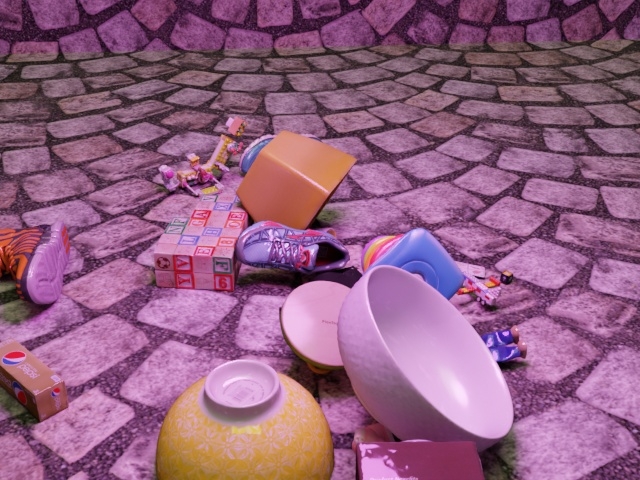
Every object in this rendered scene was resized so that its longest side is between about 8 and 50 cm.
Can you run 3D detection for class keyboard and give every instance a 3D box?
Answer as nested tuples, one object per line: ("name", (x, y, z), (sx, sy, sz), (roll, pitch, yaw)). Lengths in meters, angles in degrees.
("keyboard", (0.121, 0.140, 1.620), (0.201, 0.033, 0.317), (-14, 33, -22))

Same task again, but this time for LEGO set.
("LEGO set", (-0.285, -0.205, 2.121), (0.287, 0.132, 0.107), (-37, 48, -16))
("LEGO set", (0.299, 0.068, 1.705), (0.244, 0.060, 0.182), (12, 27, 6))

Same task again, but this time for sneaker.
("sneaker", (0.090, 0.340, 1.242), (0.070, 0.051, 0.134), (-6, 25, -12))
("sneaker", (-0.098, -0.238, 2.221), (0.275, 0.107, 0.110), (-15, 42, -26))
("sneaker", (-0.054, 0.018, 1.693), (0.262, 0.104, 0.125), (0, 11, -25))
("sneaker", (-0.650, 0.058, 1.681), (0.180, 0.125, 0.321), (-7, 19, -6))

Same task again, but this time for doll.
("doll", (0.286, 0.205, 1.489), (0.189, 0.046, 0.129), (-9, 40, -5))

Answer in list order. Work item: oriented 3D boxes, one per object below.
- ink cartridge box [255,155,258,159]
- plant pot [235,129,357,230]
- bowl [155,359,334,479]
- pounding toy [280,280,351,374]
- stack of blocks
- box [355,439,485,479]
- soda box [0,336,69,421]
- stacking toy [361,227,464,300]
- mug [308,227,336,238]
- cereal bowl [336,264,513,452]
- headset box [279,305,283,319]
("ink cartridge box", (-0.094, -0.161, 2.095), (0.139, 0.082, 0.191), (-5, 31, -8))
("plant pot", (-0.069, -0.133, 1.845), (0.187, 0.212, 0.212), (37, 34, 0))
("bowl", (-0.121, 0.282, 1.233), (0.289, 0.156, 0.289), (0, 30, 0))
("pounding toy", (0.028, 0.192, 1.457), (0.237, 0.110, 0.183), (31, 49, 7))
("stack of blocks", (-0.260, -0.004, 1.807), (0.171, 0.087, 0.297), (3, 29, 4))
("box", (0.132, 0.393, 1.028), (0.168, 0.167, 0.203), (0, 29, -1))
("soda box", (-0.522, 0.242, 1.389), (0.181, 0.061, 0.058), (25, 38, 36))
("stacking toy", (0.146, 0.049, 1.615), (0.175, 0.166, 0.302), (-43, 17, -1))
("mug", (-0.002, 0.002, 1.849), (0.064, 0.078, 0.062), (8, 62, 31))
("cereal bowl", (0.151, 0.212, 1.291), (0.339, 0.141, 0.339), (35, 28, -21))
("headset box", (-0.034, 0.153, 1.588), (0.062, 0.032, 0.083), (-25, 39, -36))
